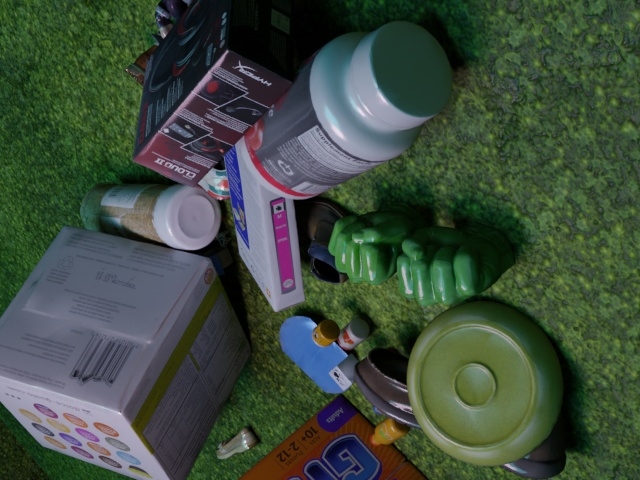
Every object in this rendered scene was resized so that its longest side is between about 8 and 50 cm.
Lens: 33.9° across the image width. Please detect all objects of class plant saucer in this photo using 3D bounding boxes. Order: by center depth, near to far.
[{"bbox_3d":[0.229,0.209,1.527,0.240,0.037,0.241,0,89,28],"label":"plant saucer"}]

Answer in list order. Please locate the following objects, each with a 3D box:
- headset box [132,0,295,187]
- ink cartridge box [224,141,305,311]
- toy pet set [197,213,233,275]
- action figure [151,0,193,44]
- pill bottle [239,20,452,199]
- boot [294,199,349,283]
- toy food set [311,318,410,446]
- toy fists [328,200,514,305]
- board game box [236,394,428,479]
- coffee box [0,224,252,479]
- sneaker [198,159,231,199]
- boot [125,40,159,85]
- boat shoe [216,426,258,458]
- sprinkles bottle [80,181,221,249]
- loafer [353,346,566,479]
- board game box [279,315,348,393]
[{"bbox_3d":[-0.161,-0.234,1.512,0.110,0.218,0.293,24,137,-27],"label":"headset box"},{"bbox_3d":[-0.101,-0.073,1.724,0.176,0.069,0.371,-126,21,-46],"label":"ink cartridge box"},{"bbox_3d":[-0.224,0.010,2.008,0.122,0.065,0.114,5,122,49],"label":"toy pet set"},{"bbox_3d":[-0.202,-0.345,1.653,0.185,0.099,0.285,35,157,16],"label":"action figure"},{"bbox_3d":[0.033,-0.177,1.433,0.318,0.176,0.176,-23,100,55],"label":"pill bottle"},{"bbox_3d":[0.000,0.000,1.687,0.219,0.106,0.082,21,135,41],"label":"boot"},{"bbox_3d":[0.071,0.233,1.796,0.232,0.111,0.104,48,145,5],"label":"toy food set"},{"bbox_3d":[0.132,0.016,1.508,0.279,0.142,0.096,19,132,41],"label":"toy fists"},{"bbox_3d":[0.002,0.588,1.965,0.356,0.356,0.357,42,144,17],"label":"board game box"},{"bbox_3d":[-0.380,0.225,2.009,0.337,0.338,0.334,13,148,23],"label":"coffee box"},{"bbox_3d":[-0.204,-0.135,1.883,0.161,0.057,0.075,33,121,35],"label":"sneaker"},{"bbox_3d":[-0.254,-0.283,1.776,0.158,0.085,0.059,37,171,32],"label":"boot"},{"bbox_3d":[-0.193,0.456,2.367,0.153,0.056,0.048,-32,84,55],"label":"boat shoe"},{"bbox_3d":[-0.334,-0.052,2.031,0.355,0.121,0.121,5,123,51],"label":"sprinkles bottle"},{"bbox_3d":[0.222,0.235,1.628,0.365,0.133,0.130,20,107,28],"label":"loafer"},{"bbox_3d":[0.001,0.201,1.929,0.168,0.033,0.133,43,140,8],"label":"board game box"}]
